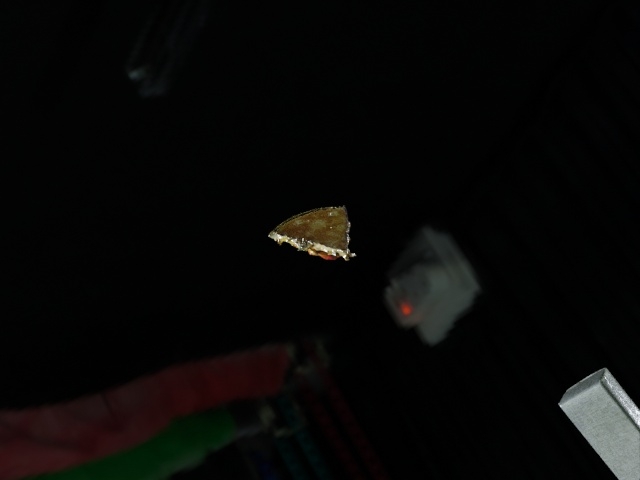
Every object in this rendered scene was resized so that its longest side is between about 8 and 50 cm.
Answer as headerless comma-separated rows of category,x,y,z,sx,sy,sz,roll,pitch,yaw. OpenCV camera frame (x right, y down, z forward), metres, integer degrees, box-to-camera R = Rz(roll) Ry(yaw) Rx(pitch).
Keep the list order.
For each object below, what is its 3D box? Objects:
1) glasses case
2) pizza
glasses case,0.394,0.260,1.841,0.071,0.205,0.047,-37,6,32
pizza,-0.012,-0.006,1.729,0.099,0.100,0.029,-2,-55,-6
